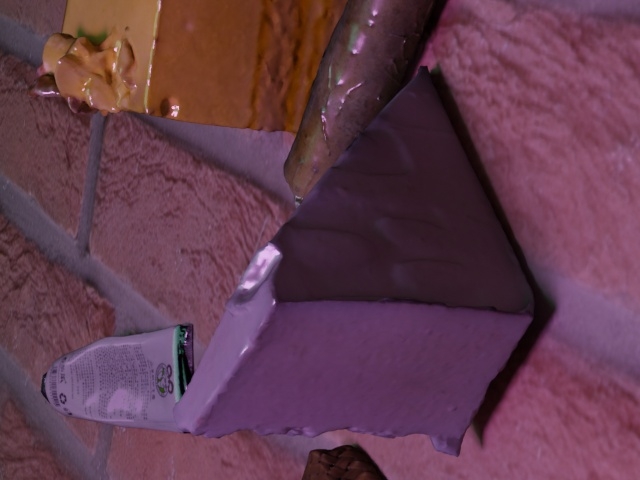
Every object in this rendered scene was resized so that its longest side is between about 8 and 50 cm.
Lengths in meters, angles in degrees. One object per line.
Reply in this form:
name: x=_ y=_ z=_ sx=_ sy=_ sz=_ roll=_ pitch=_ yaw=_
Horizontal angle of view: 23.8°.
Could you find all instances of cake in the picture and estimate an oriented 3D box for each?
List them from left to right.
cake: x=-0.131 y=-0.222 z=1.404 sx=0.222 sy=0.286 sz=0.227 roll=24 pitch=108 yaw=60

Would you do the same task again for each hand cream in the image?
hand cream: x=-0.239 y=0.169 z=1.810 sx=0.336 sy=0.076 sz=0.121 roll=-10 pitch=83 yaw=54

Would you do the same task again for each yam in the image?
yam: x=0.054 y=-0.181 z=1.284 sx=0.371 sy=0.083 sz=0.083 roll=-66 pitch=35 yaw=30

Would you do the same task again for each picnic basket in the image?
picnic basket: x=0.031 y=0.265 z=1.301 sx=0.193 sy=0.055 sz=0.110 roll=49 pitch=129 yaw=50

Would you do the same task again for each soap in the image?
soap: x=0.000 y=0.000 z=1.174 sx=0.159 sy=0.258 sz=0.302 roll=-63 pitch=36 yaw=39
